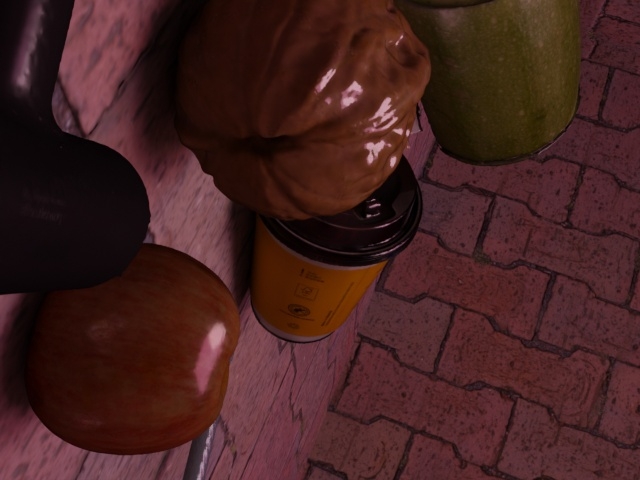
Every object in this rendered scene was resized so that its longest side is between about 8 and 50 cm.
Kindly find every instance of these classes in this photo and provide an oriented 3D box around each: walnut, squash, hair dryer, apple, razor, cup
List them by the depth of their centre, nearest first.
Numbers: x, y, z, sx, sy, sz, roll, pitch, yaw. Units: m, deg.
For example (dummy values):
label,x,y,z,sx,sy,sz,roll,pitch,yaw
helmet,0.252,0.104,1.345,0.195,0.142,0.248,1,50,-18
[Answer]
label,x,y,z,sx,sy,sz,roll,pitch,yaw
hair dryer,-0.128,-0.095,0.366,0.197,0.089,0.251,22,81,-80
apple,-0.121,0.073,0.560,0.146,0.131,0.146,14,90,-84
walnut,-0.013,-0.120,0.639,0.213,0.213,0.213,19,90,-81
razor,-0.141,0.234,0.969,0.068,0.106,0.231,88,11,-67
cup,0.000,0.000,0.989,0.279,0.196,0.196,110,5,-52
squash,0.242,-0.305,1.190,0.263,0.263,0.384,-68,152,-20

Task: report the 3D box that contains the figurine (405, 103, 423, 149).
label,x,y,z,sx,sy,sz,roll,pitch,yaw
figurine,0.059,-0.163,1.190,0.237,0.141,0.162,-39,119,-68
